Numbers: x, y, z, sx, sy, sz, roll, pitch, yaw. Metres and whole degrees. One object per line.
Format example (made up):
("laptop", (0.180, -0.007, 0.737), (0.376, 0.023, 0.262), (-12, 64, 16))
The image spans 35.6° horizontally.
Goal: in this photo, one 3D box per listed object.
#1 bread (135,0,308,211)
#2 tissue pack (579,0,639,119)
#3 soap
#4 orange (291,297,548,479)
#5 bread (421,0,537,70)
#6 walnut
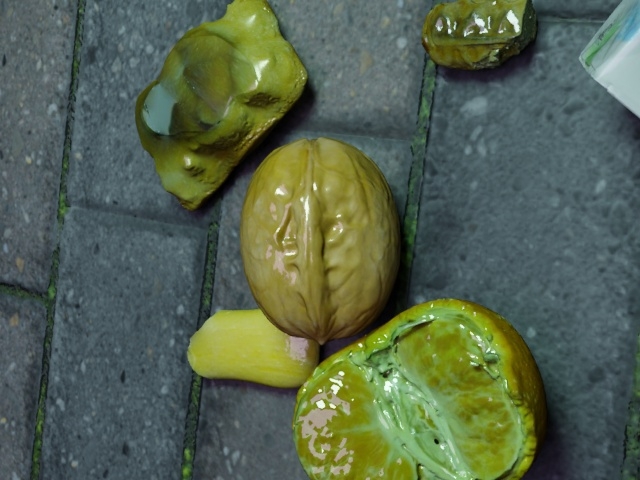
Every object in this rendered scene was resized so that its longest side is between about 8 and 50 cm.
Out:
("bread", (-0.123, -0.157, 1.100), (0.233, 0.088, 0.160), (-42, 72, 26))
("tissue pack", (0.340, -0.188, 0.795), (0.159, 0.145, 0.229), (35, 112, -7))
("soap", (-0.073, 0.115, 1.098), (0.169, 0.033, 0.089), (3, 89, 32))
("orange", (0.099, 0.156, 0.917), (0.237, 0.158, 0.179), (-34, 78, 24))
("bread", (0.147, -0.195, 0.946), (0.110, 0.060, 0.066), (4, 120, 31))
("walnut", (0.000, 0.000, 0.985), (0.159, 0.159, 0.206), (-6, 82, 32))
